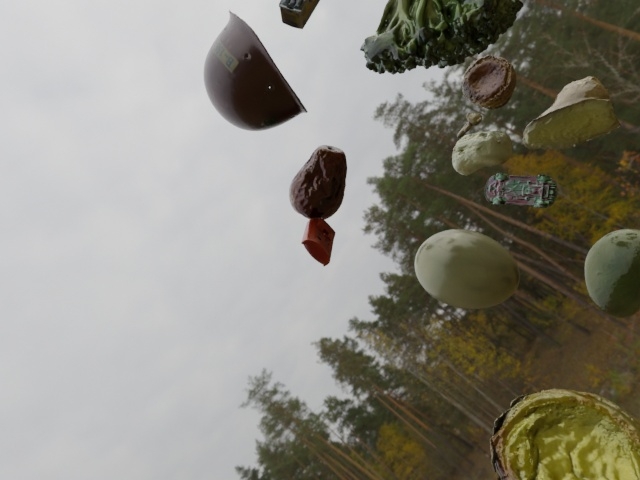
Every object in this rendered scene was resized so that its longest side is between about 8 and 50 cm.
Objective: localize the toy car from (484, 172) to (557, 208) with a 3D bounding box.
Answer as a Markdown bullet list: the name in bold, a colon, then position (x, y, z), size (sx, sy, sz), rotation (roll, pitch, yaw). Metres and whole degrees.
- **toy car**: position (0.429, -0.106, 0.961), size (0.055, 0.142, 0.069), rotation (1, -84, -60)

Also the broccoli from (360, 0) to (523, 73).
- **broccoli**: position (0.198, -0.419, 0.757), size (0.288, 0.248, 0.246), rotation (-32, -76, -29)

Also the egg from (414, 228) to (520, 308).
- **egg**: position (0.345, 0.069, 1.061), size (0.186, 0.241, 0.186), rotation (14, -90, -76)

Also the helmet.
- **helmet**: position (-0.233, -0.476, 1.359), size (0.230, 0.385, 0.337), rotation (-39, -24, 6)

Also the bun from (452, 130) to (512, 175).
- **bun**: position (0.584, -0.332, 1.645), size (0.229, 0.145, 0.229), rotation (-30, 11, 6)

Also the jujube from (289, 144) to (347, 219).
- **jujube**: position (0.000, -0.195, 1.527), size (0.190, 0.190, 0.255), rotation (-13, -52, -54)

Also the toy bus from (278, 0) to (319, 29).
- **toy bus**: position (-0.034, -0.780, 1.379), size (0.106, 0.092, 0.268), rotation (86, -152, -69)

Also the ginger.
- **ginger**: position (0.558, -0.293, 1.028), size (0.115, 0.193, 0.123), rotation (35, -132, -43)

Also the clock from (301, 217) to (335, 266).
- **clock**: position (0.000, 0.000, 1.456), size (0.061, 0.113, 0.155), rotation (-35, 20, 25)

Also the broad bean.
- **broad bean**: position (0.786, 0.074, 1.150), size (0.121, 0.189, 0.263), rotation (-30, -41, -32)

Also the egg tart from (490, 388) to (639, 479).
- **egg tart**: position (0.426, 0.380, 0.742), size (0.279, 0.279, 0.095), rotation (-40, -42, -27)

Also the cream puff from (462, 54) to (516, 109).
- **cream puff**: position (0.620, -0.554, 1.617), size (0.169, 0.183, 0.183), rotation (8, -65, -54)

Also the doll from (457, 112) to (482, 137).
- **doll**: position (0.493, -0.377, 1.478), size (0.061, 0.051, 0.093), rotation (-56, -12, -51)
